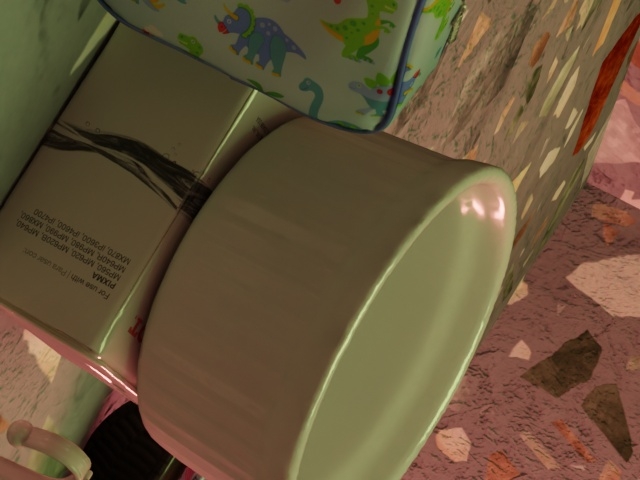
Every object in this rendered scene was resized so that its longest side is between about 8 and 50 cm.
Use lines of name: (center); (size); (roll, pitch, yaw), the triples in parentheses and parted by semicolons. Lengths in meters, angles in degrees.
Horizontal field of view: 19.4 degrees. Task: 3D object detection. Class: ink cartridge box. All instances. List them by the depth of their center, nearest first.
ink cartridge box: (-0.092, -0.035, 1.242); (0.273, 0.114, 0.197); (-60, 159, -11)

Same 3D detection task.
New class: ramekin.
ramekin: (0.002, 0.052, 1.216); (0.277, 0.135, 0.277); (-49, 156, -32)

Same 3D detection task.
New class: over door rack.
over door rack: (-0.267, 0.267, 1.260); (0.239, 0.108, 0.324); (-61, -179, -28)

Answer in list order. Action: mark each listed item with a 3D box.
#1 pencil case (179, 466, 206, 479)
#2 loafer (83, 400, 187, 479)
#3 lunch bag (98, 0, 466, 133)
pencil case: (-0.077, 0.213, 1.674); (0.273, 0.114, 0.124); (-129, -122, -78)
loafer: (-0.169, 0.221, 1.581); (0.220, 0.080, 0.078); (-54, 148, 11)
lunch bag: (-0.022, -0.172, 1.036); (0.090, 0.219, 0.176); (-52, 163, -40)
